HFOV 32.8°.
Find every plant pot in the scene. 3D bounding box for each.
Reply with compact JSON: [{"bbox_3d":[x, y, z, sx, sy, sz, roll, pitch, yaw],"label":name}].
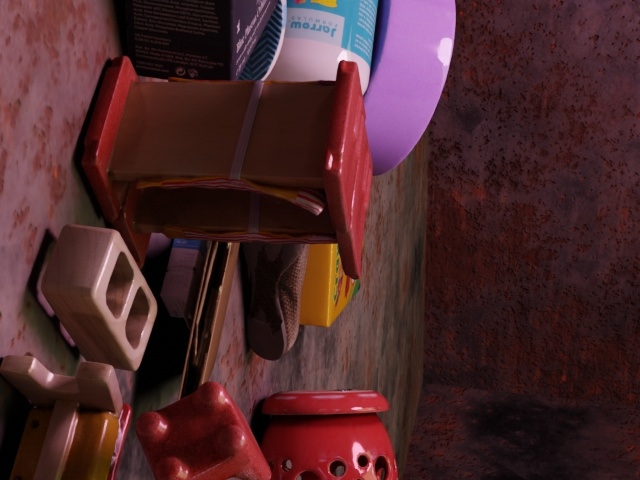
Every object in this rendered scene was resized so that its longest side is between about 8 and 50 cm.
[{"bbox_3d":[0.005,0.282,1.416,0.191,0.191,0.174,36,51,-77],"label":"plant pot"}]

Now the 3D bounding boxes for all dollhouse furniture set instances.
[{"bbox_3d":[-0.086,0.047,0.798,0.152,0.201,0.374,77,20,-57],"label":"dollhouse furniture set"}]

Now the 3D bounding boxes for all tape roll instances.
[{"bbox_3d":[0.055,-0.222,1.334,0.275,0.090,0.275,-168,-90,-67],"label":"tape roll"}]

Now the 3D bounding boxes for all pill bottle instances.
[{"bbox_3d":[-0.011,-0.242,1.200,0.146,0.146,0.264,53,42,-74],"label":"pill bottle"}]

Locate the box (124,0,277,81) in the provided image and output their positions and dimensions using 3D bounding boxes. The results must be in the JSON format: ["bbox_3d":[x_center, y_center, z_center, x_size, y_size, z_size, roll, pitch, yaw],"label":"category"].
[{"bbox_3d":[-0.093,-0.233,0.884,0.156,0.093,0.158,-72,169,-48],"label":"box"}]

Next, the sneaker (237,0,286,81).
[{"bbox_3d":[-0.068,-0.260,1.066,0.092,0.087,0.229,-47,142,-74],"label":"sneaker"}]

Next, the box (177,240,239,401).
[{"bbox_3d":[-0.103,0.064,1.037,0.201,0.021,0.165,-98,-160,-83],"label":"box"}]

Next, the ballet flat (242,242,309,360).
[{"bbox_3d":[-0.047,0.031,1.286,0.058,0.084,0.250,-43,144,-51],"label":"ballet flat"}]

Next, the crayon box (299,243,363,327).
[{"bbox_3d":[0.000,0.000,1.528,0.318,0.081,0.202,-40,134,-74],"label":"crayon box"}]

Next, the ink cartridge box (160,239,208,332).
[{"bbox_3d":[-0.128,0.041,1.024,0.048,0.028,0.083,78,19,-60],"label":"ink cartridge box"}]
